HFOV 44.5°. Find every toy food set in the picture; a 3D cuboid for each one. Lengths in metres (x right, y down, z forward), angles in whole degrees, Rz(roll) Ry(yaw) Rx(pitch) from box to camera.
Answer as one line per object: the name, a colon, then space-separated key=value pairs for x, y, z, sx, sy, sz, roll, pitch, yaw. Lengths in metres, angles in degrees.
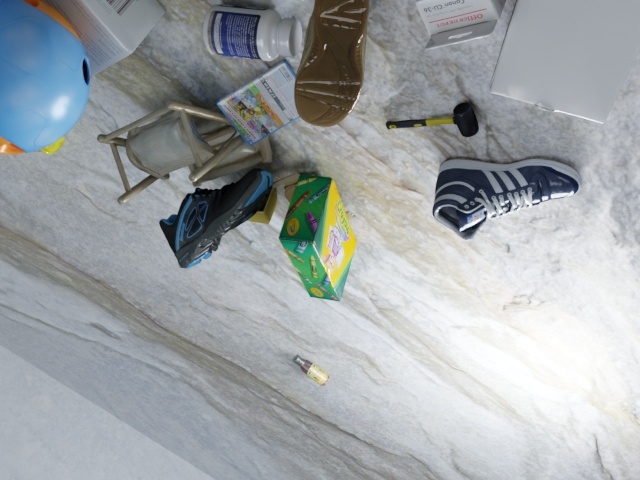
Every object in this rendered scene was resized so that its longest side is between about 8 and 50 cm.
toy food set: x=-0.018 y=-0.103 z=1.793 sx=0.192 sy=0.039 sz=0.132 roll=35 pitch=148 yaw=-31

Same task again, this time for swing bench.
swing bench: x=-0.287 y=-0.199 z=1.680 sx=0.253 sy=0.254 sz=0.165 roll=-14 pitch=95 yaw=38

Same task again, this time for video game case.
video game case: x=-0.109 y=-0.276 z=1.587 sx=0.166 sy=0.015 sz=0.119 roll=-28 pitch=123 yaw=16

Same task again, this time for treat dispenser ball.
treat dispenser ball: x=-0.557 y=-0.297 z=1.388 sx=0.288 sy=0.288 sz=0.288 roll=15 pitch=142 yaw=12

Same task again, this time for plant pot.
plant pot: x=-0.147 y=-0.082 z=1.849 sx=0.081 sy=0.081 sz=0.083 roll=9 pitch=152 yaw=18

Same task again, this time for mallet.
mallet: x=0.218 y=-0.223 z=1.521 sx=0.189 sy=0.039 sz=0.062 roll=-4 pitch=137 yaw=39

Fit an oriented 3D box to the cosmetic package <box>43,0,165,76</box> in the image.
cosmetic package: x=-0.527 y=-0.431 z=1.573 sx=0.384 sy=0.156 sz=0.217 roll=-12 pitch=130 yaw=39

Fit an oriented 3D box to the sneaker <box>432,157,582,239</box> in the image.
sneaker: x=0.353 y=-0.078 z=1.517 sx=0.282 sy=0.153 sz=0.099 roll=5 pitch=139 yaw=24

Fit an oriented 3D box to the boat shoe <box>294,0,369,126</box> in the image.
boat shoe: x=0.030 y=-0.352 z=1.404 sx=0.121 sy=0.110 sz=0.341 roll=13 pitch=139 yaw=-4

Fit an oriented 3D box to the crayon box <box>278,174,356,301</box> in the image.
crayon box: x=0.000 y=0.000 z=1.749 sx=0.081 sy=0.166 sz=0.278 roll=7 pitch=152 yaw=19

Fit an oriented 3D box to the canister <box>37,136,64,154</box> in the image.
canister: x=-0.738 y=-0.275 z=1.938 sx=0.169 sy=0.073 sz=0.126 roll=3 pitch=137 yaw=28

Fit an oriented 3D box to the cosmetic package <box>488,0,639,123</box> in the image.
cosmetic package: x=0.393 y=-0.371 z=1.144 sx=0.196 sy=0.155 sz=0.366 roll=19 pitch=143 yaw=8

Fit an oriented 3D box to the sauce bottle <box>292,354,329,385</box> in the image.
sauce bottle: x=-0.030 y=0.394 z=2.383 sx=0.128 sy=0.042 sz=0.042 roll=38 pitch=141 yaw=-20

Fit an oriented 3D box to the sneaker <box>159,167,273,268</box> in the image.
sneaker: x=-0.246 y=-0.070 z=1.761 sx=0.340 sy=0.125 sz=0.140 roll=-38 pitch=84 yaw=31

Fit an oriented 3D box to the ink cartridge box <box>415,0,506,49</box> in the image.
ink cartridge box: x=0.220 y=-0.380 z=1.190 sx=0.115 sy=0.198 sz=0.067 roll=-6 pitch=134 yaw=33

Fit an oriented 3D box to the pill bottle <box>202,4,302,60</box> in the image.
pill bottle: x=-0.124 y=-0.385 z=1.457 sx=0.169 sy=0.094 sz=0.094 roll=11 pitch=141 yaw=18
